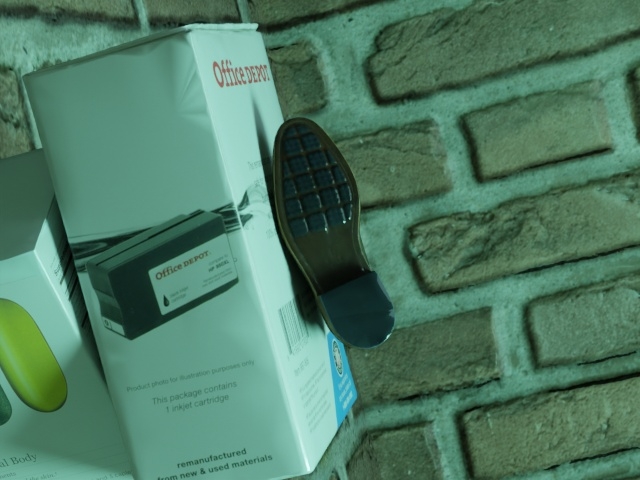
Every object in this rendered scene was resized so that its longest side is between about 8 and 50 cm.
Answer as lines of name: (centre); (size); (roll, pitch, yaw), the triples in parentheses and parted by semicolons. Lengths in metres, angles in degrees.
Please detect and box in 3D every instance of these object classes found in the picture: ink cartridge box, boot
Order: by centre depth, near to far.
boot: (0.000, 0.000, 1.413); (0.106, 0.082, 0.219); (134, -61, -77)
ink cartridge box: (-0.108, 0.009, 1.429); (0.285, 0.166, 0.394); (-37, 113, -78)

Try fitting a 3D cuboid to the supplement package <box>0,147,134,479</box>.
supplement package: (-0.282, 0.083, 1.434); (0.198, 0.199, 0.262); (-85, 158, -57)
